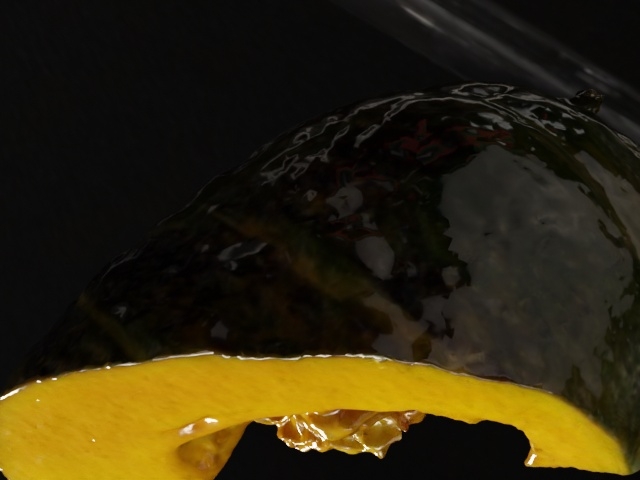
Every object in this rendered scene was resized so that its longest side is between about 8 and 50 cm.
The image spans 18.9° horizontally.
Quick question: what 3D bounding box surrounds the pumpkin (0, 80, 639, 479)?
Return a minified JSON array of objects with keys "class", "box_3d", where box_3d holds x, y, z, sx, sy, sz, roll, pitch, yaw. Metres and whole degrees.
[{"class":"pumpkin","box_3d":[-0.004,-0.001,0.709,0.278,0.163,0.111,-7,-31,24]}]
